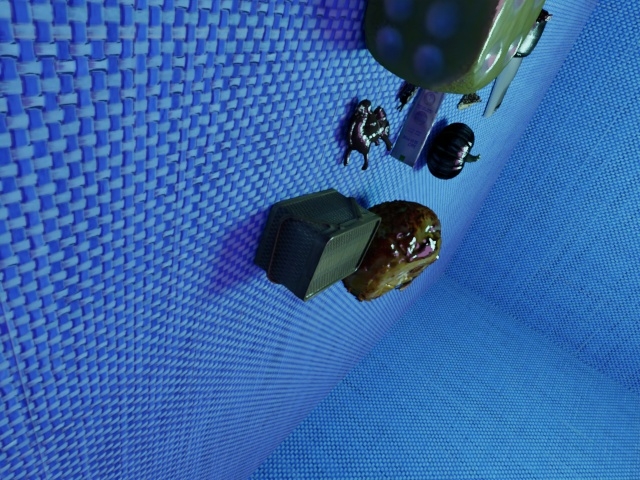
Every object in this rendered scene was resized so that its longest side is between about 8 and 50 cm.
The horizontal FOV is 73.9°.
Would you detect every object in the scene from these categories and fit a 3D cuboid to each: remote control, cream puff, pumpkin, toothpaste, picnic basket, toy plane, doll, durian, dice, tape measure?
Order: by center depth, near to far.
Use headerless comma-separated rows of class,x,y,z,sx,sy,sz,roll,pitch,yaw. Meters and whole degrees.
dice,0.229,-0.404,0.712,0.233,0.227,0.238,-38,153,-34
doll,0.102,-0.236,0.918,0.139,0.057,0.165,-41,149,-26
picnic basket,0.000,0.000,0.923,0.267,0.139,0.165,-23,141,-54
tape measure,0.406,-0.498,0.972,0.223,0.202,0.135,-51,161,-53
toy plane,0.221,-0.363,1.010,0.120,0.031,0.049,-54,164,3
toothpaste,0.276,-0.343,1.106,0.048,0.075,0.300,-62,178,-75
cream puff,0.183,0.016,1.201,0.351,0.228,0.350,-26,161,-10
pumpkin,0.429,-0.292,1.399,0.194,0.150,0.194,-41,-172,7
durian,0.501,-0.477,1.437,0.066,0.052,0.130,-23,-177,45
remote control,0.716,-0.613,1.641,0.109,0.055,0.313,-46,157,-22
